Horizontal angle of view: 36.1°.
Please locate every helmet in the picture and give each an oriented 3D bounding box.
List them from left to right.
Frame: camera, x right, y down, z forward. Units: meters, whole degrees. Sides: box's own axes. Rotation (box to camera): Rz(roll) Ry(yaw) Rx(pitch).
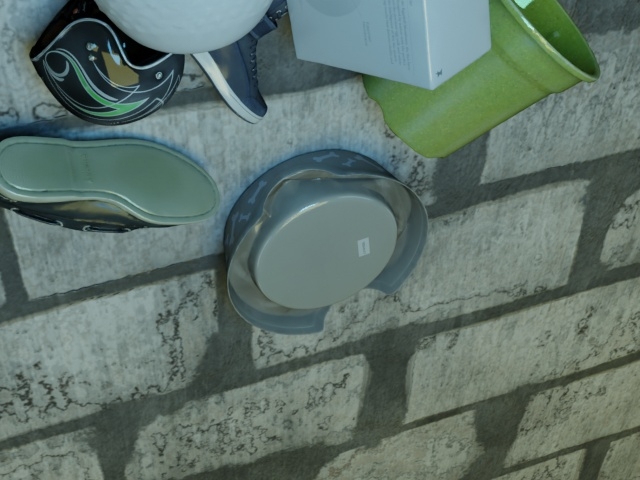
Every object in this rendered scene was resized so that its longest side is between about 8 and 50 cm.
[{"bbox_3d":[-0.258,-0.223,1.224,0.169,0.169,0.161,-42,119,14],"label":"helmet"}]

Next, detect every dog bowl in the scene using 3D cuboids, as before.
[{"bbox_3d":[0.000,0.000,1.620,0.349,0.102,0.348,-15,137,-15],"label":"dog bowl"}]

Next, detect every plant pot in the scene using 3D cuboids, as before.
[{"bbox_3d":[0.207,-0.258,1.392,0.276,0.276,0.254,23,129,-41],"label":"plant pot"}]

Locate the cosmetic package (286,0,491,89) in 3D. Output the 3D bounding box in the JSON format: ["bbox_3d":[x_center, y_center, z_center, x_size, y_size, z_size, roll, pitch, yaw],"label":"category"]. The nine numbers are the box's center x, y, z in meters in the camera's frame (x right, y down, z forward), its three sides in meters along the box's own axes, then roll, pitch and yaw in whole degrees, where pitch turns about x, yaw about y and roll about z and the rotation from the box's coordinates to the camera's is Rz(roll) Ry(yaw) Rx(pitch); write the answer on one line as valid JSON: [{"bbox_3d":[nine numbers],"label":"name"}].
[{"bbox_3d":[0.078,-0.330,1.202,0.138,0.225,0.224,-36,132,-33],"label":"cosmetic package"}]

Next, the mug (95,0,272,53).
[{"bbox_3d":[-0.204,-0.384,1.052,0.374,0.276,0.328,6,139,8],"label":"mug"}]

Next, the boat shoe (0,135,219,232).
[{"bbox_3d":[-0.311,-0.067,1.389,0.340,0.127,0.113,0,160,-38],"label":"boat shoe"}]

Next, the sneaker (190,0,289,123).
[{"bbox_3d":[-0.085,-0.267,1.327,0.163,0.086,0.226,-31,137,6],"label":"sneaker"}]
